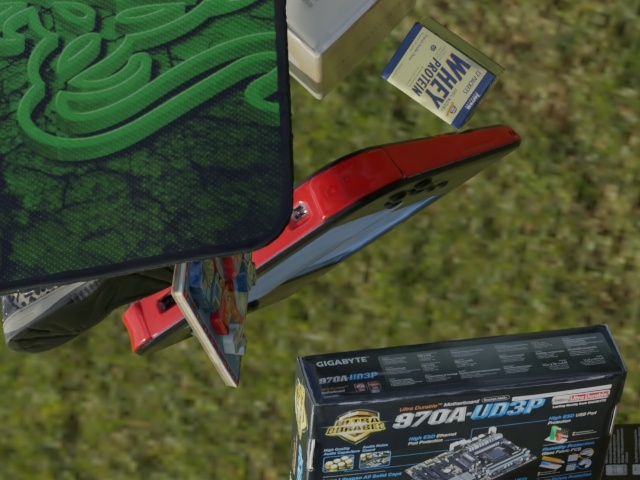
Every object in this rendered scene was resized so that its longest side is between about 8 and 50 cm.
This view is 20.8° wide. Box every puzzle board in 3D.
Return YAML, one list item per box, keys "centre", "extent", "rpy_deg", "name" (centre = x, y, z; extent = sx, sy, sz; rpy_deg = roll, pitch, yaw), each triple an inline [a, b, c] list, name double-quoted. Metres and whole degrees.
- centre: [-0.043, 0.001, 0.776]
  extent: [0.011, 0.128, 0.096]
  rpy_deg: [3, 68, 9]
  name: "puzzle board"

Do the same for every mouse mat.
- centre: [-0.100, -0.052, 0.552]
  extent: [0.189, 0.007, 0.153]
  rpy_deg: [-9, 64, 13]
  name: "mouse mat"

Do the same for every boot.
- centre: [-0.214, -0.022, 1.611]
  extent: [0.236, 0.085, 0.179]
  rpy_deg: [-31, 61, 10]
  name: "boot"

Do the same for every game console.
- centre: [0.000, 0.000, 1.859]
  extent: [0.386, 0.342, 0.060]
  rpy_deg: [-33, 78, 33]
  name: "game console"

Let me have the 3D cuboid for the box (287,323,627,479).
- centre: [0.089, 0.147, 1.203]
  extent: [0.051, 0.220, 0.175]
  rpy_deg: [-108, 17, -48]
  name: "box"

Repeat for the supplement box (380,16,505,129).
- centre: [0.105, -0.144, 1.488]
  extent: [0.083, 0.083, 0.056]
  rpy_deg: [35, 105, 3]
  name: "supplement box"

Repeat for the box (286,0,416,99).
- centre: [0.005, -0.230, 1.547]
  extent: [0.121, 0.311, 0.148]
  rpy_deg: [45, 90, 2]
  name: "box"

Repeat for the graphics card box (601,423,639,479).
- centre: [0.349, 0.283, 1.846]
  extent: [0.233, 0.370, 0.094]
  rpy_deg: [-71, -25, -67]
  name: "graphics card box"
